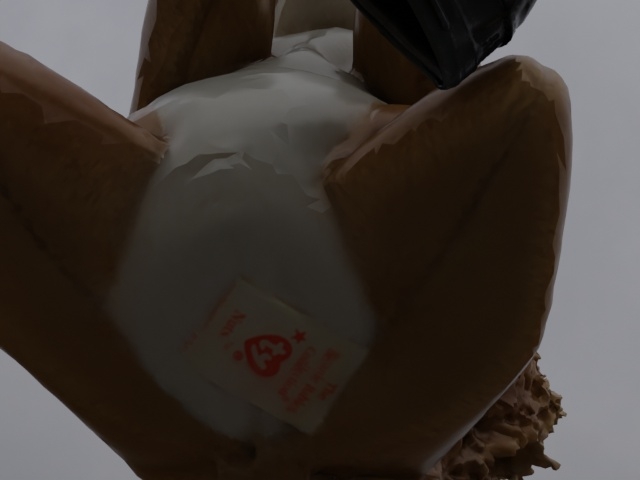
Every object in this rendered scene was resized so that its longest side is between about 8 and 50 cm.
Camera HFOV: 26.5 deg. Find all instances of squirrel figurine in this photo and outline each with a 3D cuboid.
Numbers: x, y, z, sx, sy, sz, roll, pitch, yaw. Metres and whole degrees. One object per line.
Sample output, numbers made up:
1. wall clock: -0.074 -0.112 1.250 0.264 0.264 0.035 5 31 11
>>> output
1. squirrel figurine: 0.000 0.000 0.778 0.281 0.370 0.397 -4 -65 9

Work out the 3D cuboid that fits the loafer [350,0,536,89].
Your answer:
1. loafer: -0.010 -0.148 0.521 0.223 0.078 0.076 39 -13 -11
